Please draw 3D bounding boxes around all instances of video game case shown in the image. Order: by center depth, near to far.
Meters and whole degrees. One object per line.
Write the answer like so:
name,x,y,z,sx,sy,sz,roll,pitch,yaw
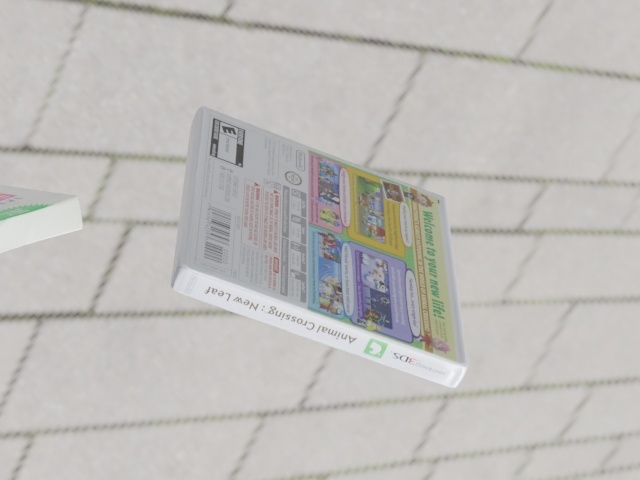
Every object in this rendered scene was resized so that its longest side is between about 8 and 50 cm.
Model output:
video game case,0.000,0.000,1.163,0.193,0.212,0.023,20,119,-12

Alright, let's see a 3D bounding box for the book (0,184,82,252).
book,-0.245,-0.012,1.185,0.096,0.144,0.035,-20,110,-47
